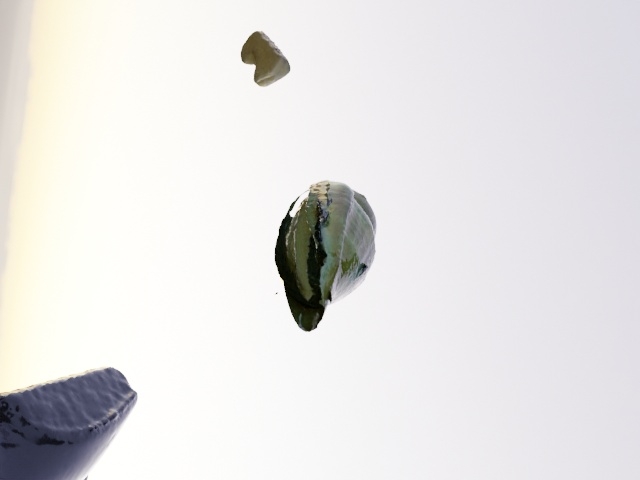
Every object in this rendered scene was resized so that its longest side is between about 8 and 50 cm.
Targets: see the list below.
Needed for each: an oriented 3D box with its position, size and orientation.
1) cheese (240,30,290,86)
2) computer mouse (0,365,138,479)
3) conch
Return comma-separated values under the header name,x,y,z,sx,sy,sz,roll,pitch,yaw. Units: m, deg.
name,x,y,z,sx,sy,sz,roll,pitch,yaw
cheese,-0.061,-0.192,1.328,0.030,0.044,0.083,52,1,-40
computer mouse,-0.266,0.194,1.072,0.100,0.170,0.269,61,19,7
conch,0.004,0.001,0.955,0.201,0.080,0.094,-81,174,-80
